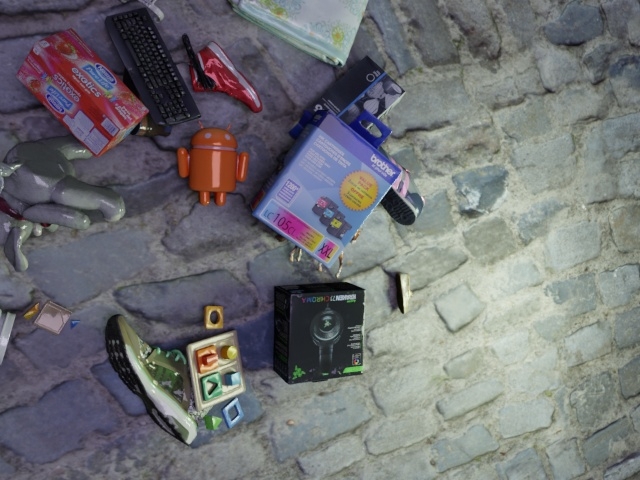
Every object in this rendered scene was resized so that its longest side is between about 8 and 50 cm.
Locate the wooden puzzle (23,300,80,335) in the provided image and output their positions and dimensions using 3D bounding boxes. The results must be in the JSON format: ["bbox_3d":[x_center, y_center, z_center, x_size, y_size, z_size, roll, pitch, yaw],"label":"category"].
[{"bbox_3d":[-0.676,0.195,1.461,0.116,0.014,0.079,41,83,-23],"label":"wooden puzzle"}]

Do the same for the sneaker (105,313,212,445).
[{"bbox_3d":[-0.419,0.344,1.550,0.182,0.158,0.410,-43,115,-36],"label":"sneaker"}]

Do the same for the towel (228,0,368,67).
[{"bbox_3d":[-0.038,-0.706,1.602,0.374,0.090,0.321,22,88,-26],"label":"towel"}]

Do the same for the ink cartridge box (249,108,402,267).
[{"bbox_3d":[0.027,-0.166,1.563,0.270,0.151,0.396,35,93,-18],"label":"ink cartridge box"}]

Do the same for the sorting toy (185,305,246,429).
[{"bbox_3d":[-0.275,0.351,1.586,0.196,0.047,0.348,-11,93,-53],"label":"sorting toy"}]

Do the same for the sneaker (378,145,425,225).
[{"bbox_3d":[0.214,-0.204,1.790,0.319,0.112,0.131,56,49,-17],"label":"sneaker"}]

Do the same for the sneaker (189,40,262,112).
[{"bbox_3d":[-0.264,-0.406,1.550,0.128,0.087,0.221,-41,99,-6],"label":"sneaker"}]

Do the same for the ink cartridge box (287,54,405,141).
[{"bbox_3d":[0.077,-0.372,1.679,0.165,0.065,0.333,44,77,3],"label":"ink cartridge box"}]

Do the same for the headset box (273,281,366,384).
[{"bbox_3d":[-0.006,0.277,1.716,0.246,0.131,0.283,0,97,-24],"label":"headset box"}]

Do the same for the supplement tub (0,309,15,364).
[{"bbox_3d":[-0.821,0.208,1.321,0.199,0.144,0.144,17,89,-26],"label":"supplement tub"}]

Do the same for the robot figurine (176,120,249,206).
[{"bbox_3d":[-0.285,-0.202,1.529,0.128,0.158,0.220,-9,104,-66],"label":"robot figurine"}]

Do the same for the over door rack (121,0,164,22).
[{"bbox_3d":[-0.450,-0.718,1.411,0.324,0.108,0.240,38,79,-10],"label":"over door rack"}]

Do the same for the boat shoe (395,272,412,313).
[{"bbox_3d":[0.275,0.171,1.877,0.045,0.050,0.136,-8,100,-18],"label":"boat shoe"}]

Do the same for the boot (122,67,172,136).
[{"bbox_3d":[-0.440,-0.368,1.482,0.106,0.082,0.219,2,84,-52],"label":"boot"}]

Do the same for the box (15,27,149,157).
[{"bbox_3d":[-0.550,-0.341,1.347,0.257,0.128,0.123,47,37,-13],"label":"box"}]

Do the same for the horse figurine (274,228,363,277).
[{"bbox_3d":[0.000,0.000,1.721,0.263,0.066,0.175,22,93,-28],"label":"horse figurine"}]

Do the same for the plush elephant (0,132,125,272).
[{"bbox_3d":[-0.660,-0.081,1.321,0.272,0.255,0.330,52,30,18],"label":"plush elephant"}]

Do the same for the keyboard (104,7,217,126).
[{"bbox_3d":[-0.381,-0.441,1.442,0.201,0.033,0.317,-25,85,-31],"label":"keyboard"}]
